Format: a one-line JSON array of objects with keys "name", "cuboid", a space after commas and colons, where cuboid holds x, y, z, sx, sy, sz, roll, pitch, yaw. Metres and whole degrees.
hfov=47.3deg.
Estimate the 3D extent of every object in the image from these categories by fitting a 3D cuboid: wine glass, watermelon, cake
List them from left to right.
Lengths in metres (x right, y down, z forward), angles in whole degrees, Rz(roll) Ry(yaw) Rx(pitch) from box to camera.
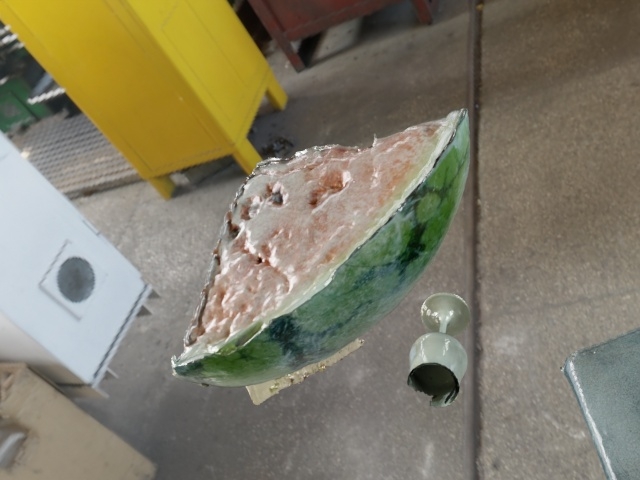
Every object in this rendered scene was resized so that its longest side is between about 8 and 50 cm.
[{"name": "cake", "cuboid": [-0.023, 0.120, 0.780, 0.140, 0.051, 0.055, -24, 19, -17]}, {"name": "watermelon", "cuboid": [0.000, 0.000, 0.386, 0.187, 0.071, 0.139, -41, 37, 4]}, {"name": "wine glass", "cuboid": [0.167, 0.149, 1.017, 0.079, 0.079, 0.195, -19, 16, 22]}]

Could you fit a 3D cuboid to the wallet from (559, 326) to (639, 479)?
[{"name": "wallet", "cuboid": [0.313, 0.181, 0.547, 0.190, 0.046, 0.379, -25, 24, 16]}]
